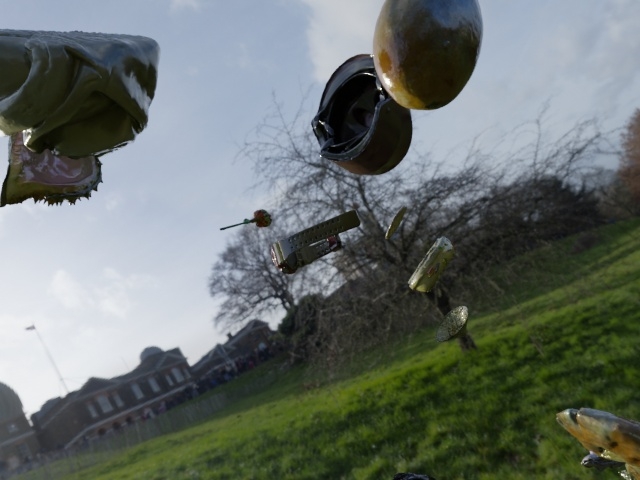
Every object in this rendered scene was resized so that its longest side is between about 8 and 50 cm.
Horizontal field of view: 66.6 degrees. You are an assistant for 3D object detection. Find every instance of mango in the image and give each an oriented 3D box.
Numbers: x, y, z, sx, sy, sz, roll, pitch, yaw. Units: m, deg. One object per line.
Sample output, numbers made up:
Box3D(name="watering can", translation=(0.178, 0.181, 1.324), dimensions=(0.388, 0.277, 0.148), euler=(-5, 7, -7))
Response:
Box3D(name="mango", translation=(0.189, -0.368, 0.843), dimensions=(0.193, 0.316, 0.146), euler=(23, -23, -23))

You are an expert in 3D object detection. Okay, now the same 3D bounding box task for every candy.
Box3D(name="candy", translation=(-0.195, -0.047, 1.277), dimensions=(0.185, 0.055, 0.049), euler=(-20, -32, -52))

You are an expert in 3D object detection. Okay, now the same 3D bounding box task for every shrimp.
Box3D(name="shrimp", translation=(0.257, 0.176, 0.402), dimensions=(0.190, 0.101, 0.042), euler=(44, -112, -43))

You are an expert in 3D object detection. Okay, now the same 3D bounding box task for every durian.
Box3D(name="durian", translation=(-0.621, -0.173, 1.153), dimensions=(0.196, 0.305, 0.185), euler=(1, -41, -24))

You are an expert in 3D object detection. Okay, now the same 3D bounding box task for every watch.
Box3D(name="watch", translation=(-0.005, 0.004, 1.328), dimensions=(0.269, 0.102, 0.165), euler=(-23, -16, 12))

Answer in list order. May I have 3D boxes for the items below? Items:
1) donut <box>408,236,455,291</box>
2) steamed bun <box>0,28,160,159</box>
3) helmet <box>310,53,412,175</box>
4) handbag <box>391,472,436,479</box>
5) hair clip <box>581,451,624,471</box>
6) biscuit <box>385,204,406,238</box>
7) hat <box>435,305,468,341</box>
Box3D(name="donut", translation=(0.307, 0.070, 1.330), dimensions=(0.174, 0.068, 0.174), euler=(-52, -11, -15))
Box3D(name="steamed bun", translation=(-0.503, -0.291, 0.989), dimensions=(0.368, 0.343, 0.254), euler=(-43, -39, -55))
Box3D(name="helmet", translation=(0.130, -0.316, 1.304), dimensions=(0.197, 0.338, 0.271), euler=(28, -48, -34))
Box3D(name="handbag", translation=(0.175, 0.543, 0.846), dimensions=(0.169, 0.155, 0.215), euler=(36, 109, 67))
Box3D(name="hair clip", translation=(0.593, 0.380, 0.882), dimensions=(0.293, 0.084, 0.106), euler=(1, -51, -12))
Box3D(name="biscuit", translation=(0.229, -0.055, 1.473), dimensions=(0.120, 0.015, 0.120), euler=(-54, -16, -23))
Box3D(name="hat", translation=(0.447, 0.289, 1.579), dimensions=(0.146, 0.067, 0.146), euler=(-49, 7, 8))
